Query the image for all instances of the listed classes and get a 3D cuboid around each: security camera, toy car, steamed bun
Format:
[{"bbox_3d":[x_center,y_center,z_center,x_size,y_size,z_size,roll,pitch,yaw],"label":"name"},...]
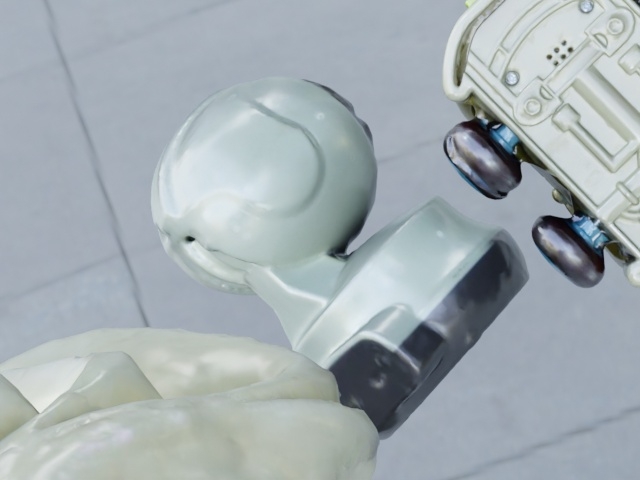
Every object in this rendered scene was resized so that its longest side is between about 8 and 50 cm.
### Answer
[{"bbox_3d":[0.000,0.000,1.306,0.277,0.197,0.191,41,53,5],"label":"security camera"},{"bbox_3d":[0.204,-0.088,1.212,0.204,0.248,0.198,-45,-2,7],"label":"toy car"},{"bbox_3d":[-0.137,0.172,0.712,0.346,0.237,0.394,-64,21,-10],"label":"steamed bun"}]
